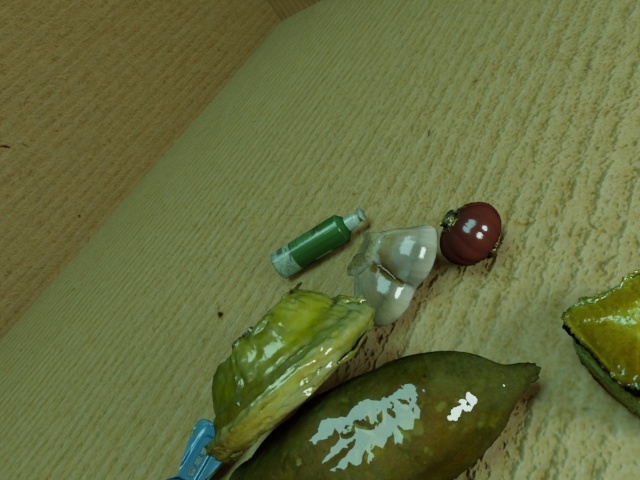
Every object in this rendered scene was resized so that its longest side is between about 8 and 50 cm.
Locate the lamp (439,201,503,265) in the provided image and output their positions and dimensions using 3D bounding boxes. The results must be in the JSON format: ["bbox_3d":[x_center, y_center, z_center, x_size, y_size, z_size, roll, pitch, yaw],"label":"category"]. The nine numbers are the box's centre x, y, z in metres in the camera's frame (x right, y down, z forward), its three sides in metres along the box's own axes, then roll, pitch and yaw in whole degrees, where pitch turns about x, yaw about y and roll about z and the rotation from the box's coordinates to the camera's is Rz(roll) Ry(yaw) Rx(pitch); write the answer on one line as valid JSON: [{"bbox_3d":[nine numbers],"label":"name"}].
[{"bbox_3d":[0.220,-0.010,0.689,0.101,0.090,0.101,-56,1,2],"label":"lamp"}]

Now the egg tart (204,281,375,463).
[{"bbox_3d":[-0.053,0.162,0.626,0.290,0.115,0.290,-44,-10,-9],"label":"egg tart"}]

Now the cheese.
[{"bbox_3d":[-0.215,0.392,0.700,0.135,0.052,0.245,1,51,43],"label":"cheese"}]

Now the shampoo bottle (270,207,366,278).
[{"bbox_3d":[0.000,0.000,0.931,0.204,0.065,0.065,-32,34,15],"label":"shampoo bottle"}]

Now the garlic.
[{"bbox_3d":[0.113,0.050,0.722,0.124,0.099,0.175,18,84,64],"label":"garlic"}]

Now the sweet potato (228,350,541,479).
[{"bbox_3d":[0.068,0.218,0.522,0.369,0.158,0.158,-38,33,7],"label":"sweet potato"}]

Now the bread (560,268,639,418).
[{"bbox_3d":[0.328,0.101,0.464,0.127,0.069,0.140,-36,29,7],"label":"bread"}]
